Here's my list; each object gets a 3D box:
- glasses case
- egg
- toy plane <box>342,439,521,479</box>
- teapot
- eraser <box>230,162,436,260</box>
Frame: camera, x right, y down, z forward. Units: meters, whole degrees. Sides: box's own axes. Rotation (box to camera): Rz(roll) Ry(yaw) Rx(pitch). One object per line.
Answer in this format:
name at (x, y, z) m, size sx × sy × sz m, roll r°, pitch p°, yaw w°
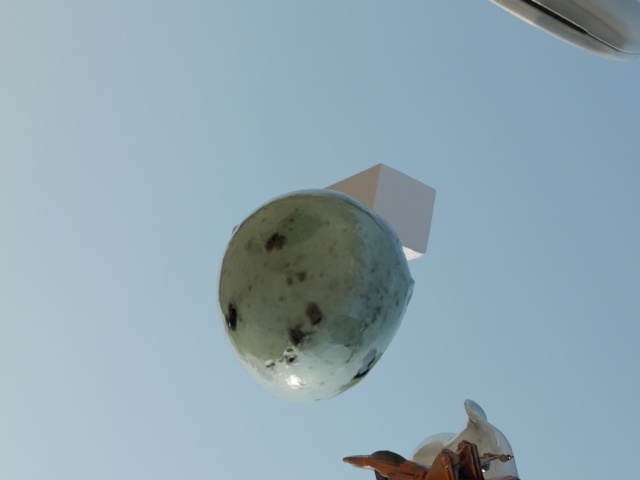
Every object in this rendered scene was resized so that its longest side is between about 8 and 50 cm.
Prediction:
glasses case at (0.178, -0.205, 0.957) m, size 0.049 × 0.193 × 0.074 m, roll -62°, pitch 180°, yaw 40°
egg at (-0.004, 0.042, 0.798) m, size 0.164 × 0.131 × 0.131 m, roll 89°, pitch -3°, yaw -47°
toy plane at (0.081, 0.206, 1.014) m, size 0.188 × 0.135 × 0.062 m, roll -19°, pitch -92°, yaw 54°
teapot at (0.178, 0.279, 1.184) m, size 0.139 × 0.298 × 0.204 m, roll -42°, pitch -141°, yaw 0°
eraser at (0.000, -0.001, 1.308) m, size 0.298 × 0.076 × 0.078 m, roll -21°, pitch -128°, yaw 53°
